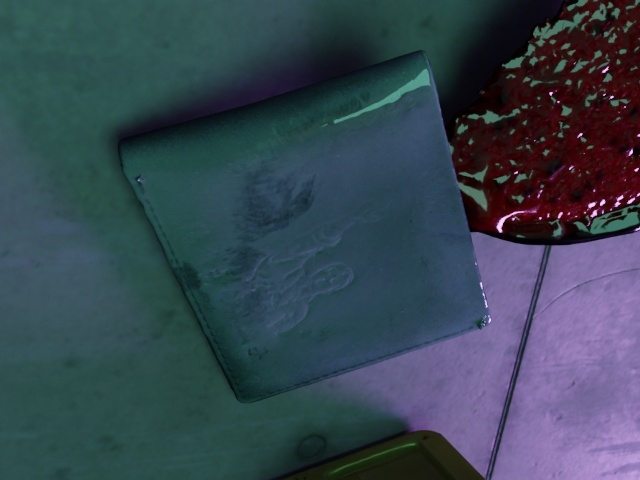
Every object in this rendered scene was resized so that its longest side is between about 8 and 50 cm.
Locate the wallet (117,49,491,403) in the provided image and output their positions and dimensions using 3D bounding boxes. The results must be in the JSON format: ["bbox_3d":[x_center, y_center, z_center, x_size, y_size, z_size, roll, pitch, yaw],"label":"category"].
[{"bbox_3d":[0.000,-0.001,0.791,0.251,0.054,0.290,-16,128,4],"label":"wallet"}]

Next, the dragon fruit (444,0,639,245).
[{"bbox_3d":[0.260,-0.122,0.850,0.282,0.100,0.343,37,107,-26],"label":"dragon fruit"}]

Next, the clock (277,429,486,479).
[{"bbox_3d":[0.056,0.274,0.920,0.202,0.143,0.096,-15,116,-18],"label":"clock"}]
